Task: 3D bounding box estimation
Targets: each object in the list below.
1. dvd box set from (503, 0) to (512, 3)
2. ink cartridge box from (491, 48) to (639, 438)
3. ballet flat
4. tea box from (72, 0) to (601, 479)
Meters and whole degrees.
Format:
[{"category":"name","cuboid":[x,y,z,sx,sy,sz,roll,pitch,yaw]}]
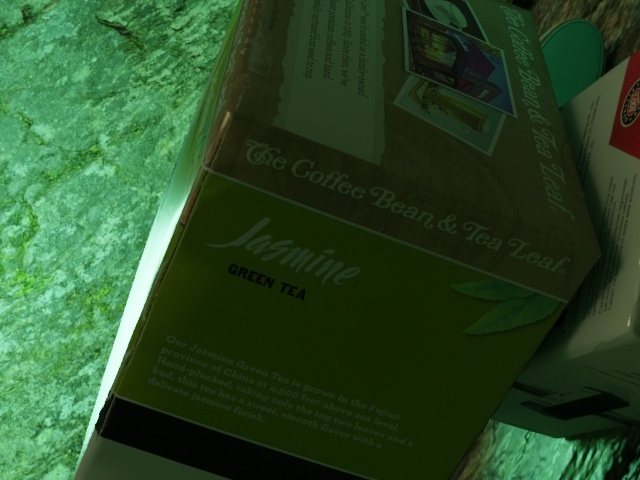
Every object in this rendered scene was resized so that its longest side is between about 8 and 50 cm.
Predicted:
[{"category":"dvd box set","cuboid":[0.136,-0.220,1.441,0.308,0.062,0.420,-94,24,-63]},{"category":"ink cartridge box","cuboid":[0.189,0.010,0.726,0.273,0.114,0.197,142,147,-67]},{"category":"ballet flat","cuboid":[0.196,-0.089,1.001,0.079,0.077,0.221,80,-153,-74]},{"category":"tea box","cuboid":[0.000,0.000,0.778,0.329,0.220,0.323,-86,20,-56]}]
